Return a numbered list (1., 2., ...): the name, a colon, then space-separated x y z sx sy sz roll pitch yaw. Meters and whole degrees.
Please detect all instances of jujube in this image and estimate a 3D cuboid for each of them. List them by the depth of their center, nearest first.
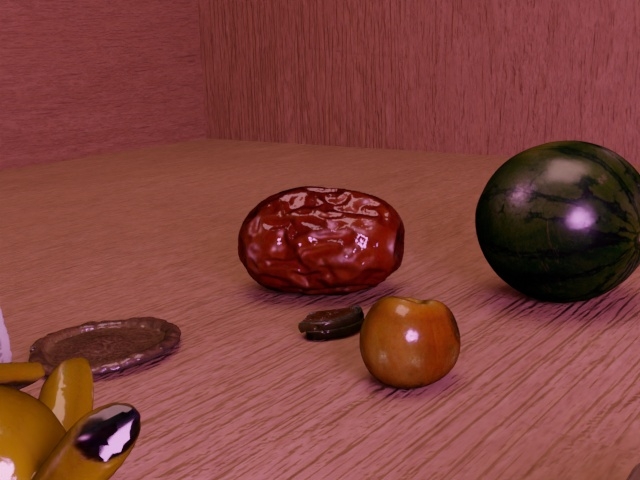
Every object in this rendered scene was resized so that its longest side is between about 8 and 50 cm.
1. jujube: 0.000 0.000 1.237 0.250 0.174 0.174 -1 13 15

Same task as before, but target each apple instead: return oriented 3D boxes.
1. apple: 0.101 0.110 0.903 0.114 0.102 0.099 -2 12 -6

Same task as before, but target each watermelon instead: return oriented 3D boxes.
1. watermelon: 0.346 -0.026 1.156 0.242 0.242 0.242 -2 14 0

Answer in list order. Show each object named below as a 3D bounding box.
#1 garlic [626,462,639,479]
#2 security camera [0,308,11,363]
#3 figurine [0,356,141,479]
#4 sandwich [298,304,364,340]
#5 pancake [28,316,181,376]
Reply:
1. garlic: 0.294 0.165 0.466 0.281 0.203 0.185 -4 -5 7
2. security camera: -0.445 0.119 0.769 0.195 0.194 0.236 9 19 37
3. figurine: -0.293 0.171 0.567 0.327 0.169 0.218 -3 6 -14
4. sandwich: 0.016 0.108 1.082 0.101 0.026 0.069 -7 16 -19
5. pancake: -0.276 0.133 1.034 0.199 0.021 0.199 -3 13 1
